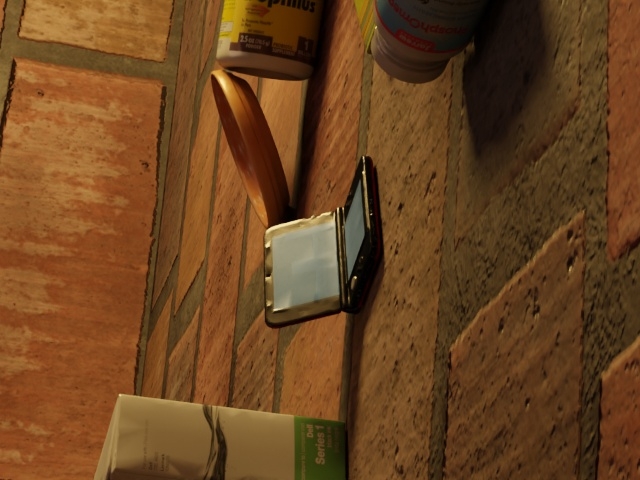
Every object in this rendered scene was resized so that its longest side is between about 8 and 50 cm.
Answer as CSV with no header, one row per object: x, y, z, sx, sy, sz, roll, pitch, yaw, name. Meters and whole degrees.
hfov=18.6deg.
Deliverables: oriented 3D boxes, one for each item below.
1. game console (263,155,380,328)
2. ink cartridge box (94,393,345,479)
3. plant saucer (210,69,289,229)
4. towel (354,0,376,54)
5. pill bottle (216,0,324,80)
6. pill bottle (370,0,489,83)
0.000,0.000,1.863,0.144,0.085,0.124,-94,16,-47,game console
-0.100,0.232,1.831,0.160,0.219,0.093,112,163,-49,ink cartridge box
-0.080,-0.111,2.313,0.200,0.037,0.200,159,90,-83,plant saucer
0.060,-0.276,1.967,0.237,0.021,0.102,-99,26,-61,towel
-0.050,-0.301,2.286,0.117,0.117,0.215,-179,98,-79,pill bottle
0.092,-0.200,1.549,0.160,0.087,0.087,112,163,-52,pill bottle
